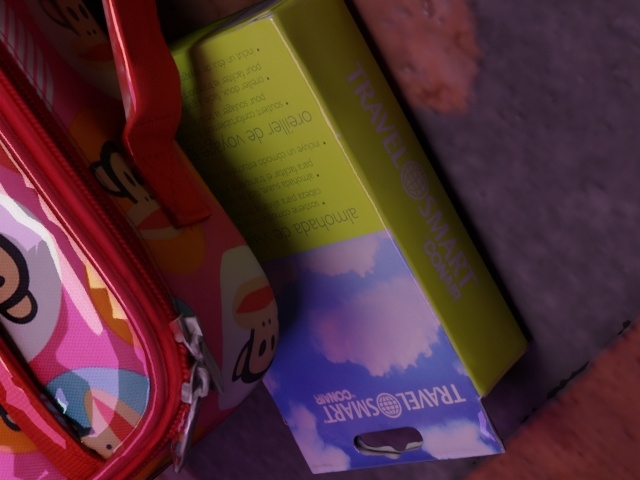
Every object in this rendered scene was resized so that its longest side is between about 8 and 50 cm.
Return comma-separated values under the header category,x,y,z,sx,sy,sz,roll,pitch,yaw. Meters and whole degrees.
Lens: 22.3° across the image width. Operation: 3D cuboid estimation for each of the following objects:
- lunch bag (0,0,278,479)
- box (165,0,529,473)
category,x,y,z,sx,sy,sz,roll,pitch,yaw
lunch bag,-0.155,-0.020,0.593,0.258,0.120,0.293,-39,85,27
box,0.000,0.000,0.606,0.109,0.042,0.178,-15,110,46
